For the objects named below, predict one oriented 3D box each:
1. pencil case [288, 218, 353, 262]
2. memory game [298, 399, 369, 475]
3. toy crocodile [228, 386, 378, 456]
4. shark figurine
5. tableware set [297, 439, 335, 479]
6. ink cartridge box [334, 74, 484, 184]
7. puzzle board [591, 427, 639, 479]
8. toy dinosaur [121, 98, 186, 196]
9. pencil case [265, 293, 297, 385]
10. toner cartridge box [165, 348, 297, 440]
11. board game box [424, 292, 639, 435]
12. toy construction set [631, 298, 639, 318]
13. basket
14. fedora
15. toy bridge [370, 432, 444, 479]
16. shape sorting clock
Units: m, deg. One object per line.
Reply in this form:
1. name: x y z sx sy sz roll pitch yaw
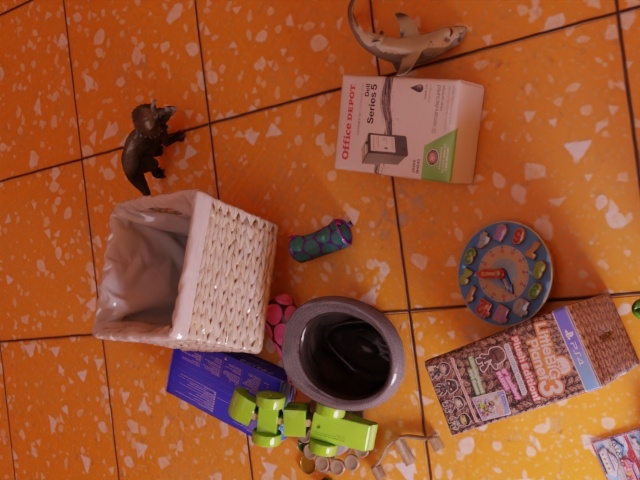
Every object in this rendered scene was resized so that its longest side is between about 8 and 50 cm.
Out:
1. pencil case: 0.000 0.000 1.824 0.151 0.064 0.070 -22 96 34
2. memory game: 0.031 0.435 1.845 0.186 0.012 0.186 -2 86 28
3. toy crocodile: -0.043 0.394 1.808 0.340 0.105 0.115 7 99 10
4. shark figurine: 0.142 -0.395 1.684 0.278 0.116 0.166 24 73 24
5. tableware set: -0.011 0.532 1.888 0.104 0.024 0.154 -4 91 36
6. ink cartridge box: 0.174 -0.226 1.655 0.272 0.114 0.199 10 99 35
7. puzzle board: 0.558 0.414 1.483 0.096 0.011 0.128 -29 76 33
8. toy dinosaur: -0.443 -0.231 2.067 0.121 0.160 0.314 43 115 26
9. pencil case: -0.069 0.232 1.872 0.098 0.095 0.209 -26 72 -2
10. toner cartridge box: -0.220 0.349 1.994 0.347 0.075 0.165 19 104 33
11. board game box: 0.378 0.219 1.465 0.291 0.232 0.141 -28 76 33
12. toy construction set: 0.678 0.118 1.210 0.257 0.237 0.309 -42 76 -2
13. basket: -0.303 0.081 1.862 0.328 0.266 0.331 -6 73 43
14. fedora: 0.066 0.233 1.752 0.275 0.124 0.244 5 97 27
15. toy bridge: 0.179 0.448 1.746 0.188 0.026 0.063 -37 71 31
16. shape sorting clock: 0.351 0.063 1.579 0.206 0.040 0.206 -1 89 43
